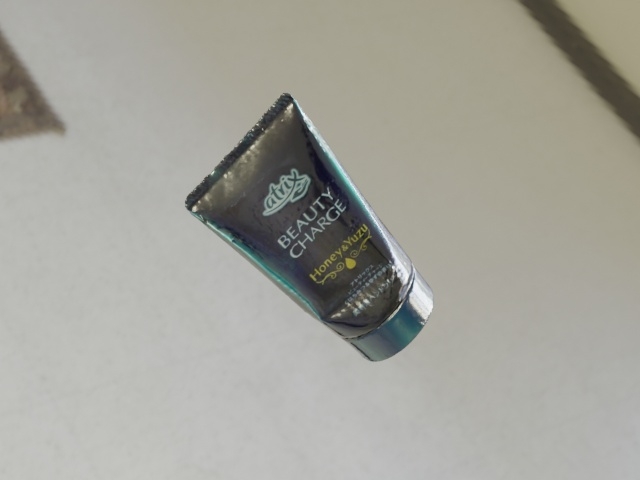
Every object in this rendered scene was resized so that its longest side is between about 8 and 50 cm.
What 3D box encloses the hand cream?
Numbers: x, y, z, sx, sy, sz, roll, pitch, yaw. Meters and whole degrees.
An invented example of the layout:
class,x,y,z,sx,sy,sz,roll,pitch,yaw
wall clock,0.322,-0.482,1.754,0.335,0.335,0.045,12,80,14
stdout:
class,x,y,z,sx,sy,sz,roll,pitch,yaw
hand cream,0.000,0.000,1.308,0.061,0.120,0.270,38,-7,49
